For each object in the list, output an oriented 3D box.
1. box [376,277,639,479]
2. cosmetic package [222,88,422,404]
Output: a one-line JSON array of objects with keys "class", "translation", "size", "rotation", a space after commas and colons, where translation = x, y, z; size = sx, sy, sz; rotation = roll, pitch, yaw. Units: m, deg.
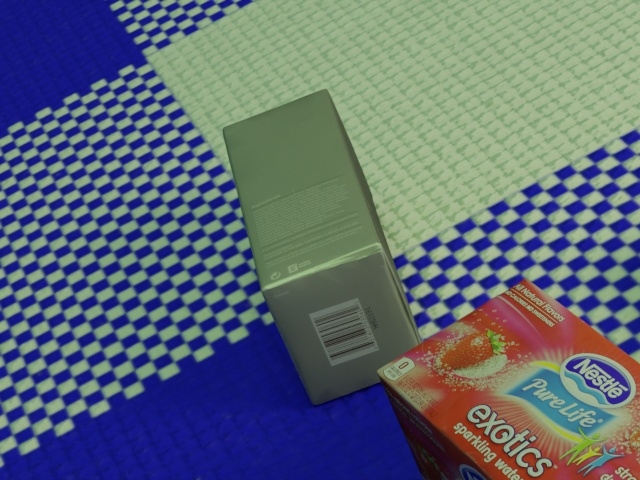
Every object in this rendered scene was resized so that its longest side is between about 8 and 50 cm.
[{"class": "box", "translation": [0.162, 0.148, 1.203], "size": [0.128, 0.122, 0.257], "rotation": [-31, 36, -13]}, {"class": "cosmetic package", "translation": [0.000, 0.000, 1.488], "size": [0.107, 0.127, 0.238], "rotation": [-20, 37, 6]}]
